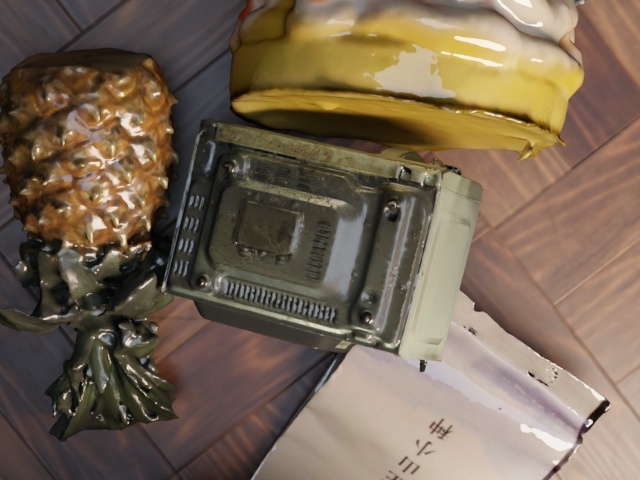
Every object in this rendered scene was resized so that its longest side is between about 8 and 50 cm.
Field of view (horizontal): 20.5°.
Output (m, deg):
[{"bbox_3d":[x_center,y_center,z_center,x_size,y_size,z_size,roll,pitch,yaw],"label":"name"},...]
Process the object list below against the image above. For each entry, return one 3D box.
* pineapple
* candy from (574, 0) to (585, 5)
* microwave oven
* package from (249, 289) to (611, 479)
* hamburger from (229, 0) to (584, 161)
[{"bbox_3d":[-0.185,0.009,1.396,0.170,0.141,0.310,-10,104,-28],"label":"pineapple"},{"bbox_3d":[0.252,-0.254,1.418,0.226,0.051,0.094,-20,93,1],"label":"candy"},{"bbox_3d":[0.000,0.000,1.361,0.205,0.129,0.163,12,88,22],"label":"microwave oven"},{"bbox_3d":[0.087,0.165,1.458,0.204,0.062,0.251,36,107,-4],"label":"package"},{"bbox_3d":[0.071,-0.188,1.322,0.276,0.276,0.237,9,85,-2],"label":"hamburger"}]
